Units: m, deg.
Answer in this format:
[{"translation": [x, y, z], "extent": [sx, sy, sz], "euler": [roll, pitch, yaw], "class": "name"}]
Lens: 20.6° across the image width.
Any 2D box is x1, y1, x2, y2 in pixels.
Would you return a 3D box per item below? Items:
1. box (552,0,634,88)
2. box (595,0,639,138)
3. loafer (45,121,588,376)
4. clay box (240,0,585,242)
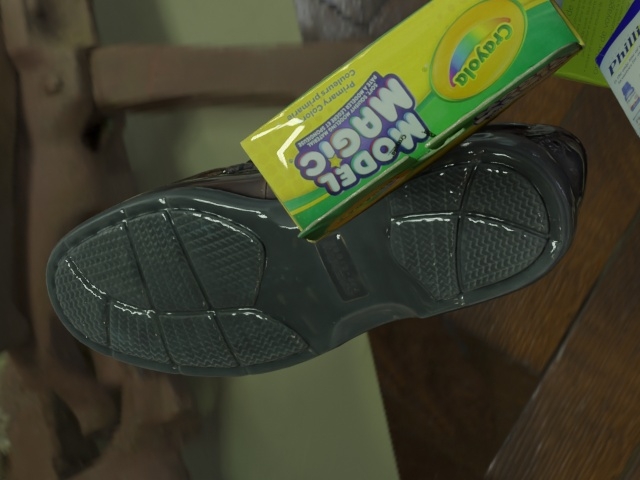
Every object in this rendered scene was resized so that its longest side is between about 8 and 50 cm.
[{"translation": [0.167, -0.182, 1.326], "extent": [0.178, 0.042, 0.109], "euler": [9, 94, -33], "class": "box"}, {"translation": [0.277, -0.101, 1.227], "extent": [0.126, 0.072, 0.137], "euler": [21, 29, -21], "class": "box"}, {"translation": [0.000, 0.000, 0.931], "extent": [0.302, 0.095, 0.109], "euler": [-11, 107, 27], "class": "loafer"}, {"translation": [0.044, -0.062, 0.725], "extent": [0.127, 0.222, 0.053], "euler": [-36, 89, 10], "class": "clay box"}]
